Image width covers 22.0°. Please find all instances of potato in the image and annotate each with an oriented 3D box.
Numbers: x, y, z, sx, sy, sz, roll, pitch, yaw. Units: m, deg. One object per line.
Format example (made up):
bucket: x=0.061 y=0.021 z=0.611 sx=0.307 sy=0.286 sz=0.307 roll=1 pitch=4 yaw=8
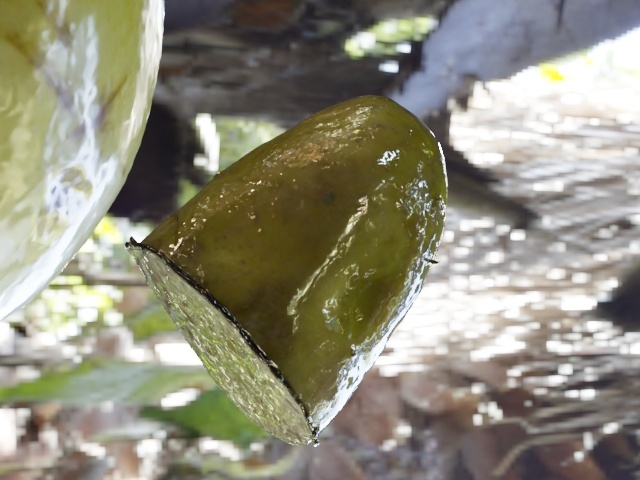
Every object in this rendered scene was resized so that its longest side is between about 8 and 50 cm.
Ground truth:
potato: x=0.000 y=0.000 z=1.352 sx=0.229 sy=0.266 sz=0.229 roll=41 pitch=-16 yaw=14

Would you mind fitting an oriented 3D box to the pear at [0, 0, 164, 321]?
pear: x=-0.216 y=-0.099 z=0.698 sx=0.309 sy=0.309 sz=0.309 roll=-3 pitch=-94 yaw=57
